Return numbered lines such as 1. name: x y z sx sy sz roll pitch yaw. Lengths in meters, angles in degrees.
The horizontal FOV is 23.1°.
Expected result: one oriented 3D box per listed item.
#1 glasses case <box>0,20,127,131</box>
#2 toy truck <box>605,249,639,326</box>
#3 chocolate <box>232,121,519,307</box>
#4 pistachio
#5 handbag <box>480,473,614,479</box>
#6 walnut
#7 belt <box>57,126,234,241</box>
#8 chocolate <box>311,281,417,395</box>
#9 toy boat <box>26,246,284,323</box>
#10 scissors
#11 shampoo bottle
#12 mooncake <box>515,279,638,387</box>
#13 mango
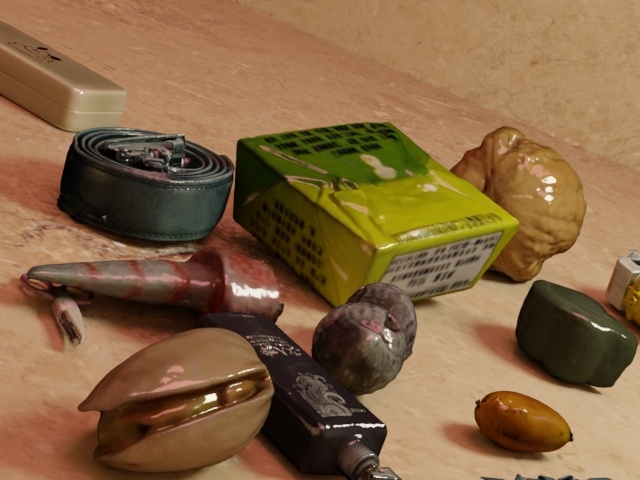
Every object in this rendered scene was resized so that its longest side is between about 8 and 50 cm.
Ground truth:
1. glasses case: -0.453 -0.262 2.435 0.313 0.070 0.131 30 19 27
2. toy truck: 0.533 0.101 2.438 0.114 0.098 0.227 6 23 -25
3. chocolate: 0.065 -0.033 2.136 0.301 0.137 0.289 -11 39 -43
4. pistachio: -0.127 0.151 1.448 0.152 0.126 0.223 -13 2 31
5. handbag: 0.278 0.287 1.623 0.221 0.057 0.144 7 18 -39
6. walnut: 0.300 -0.056 2.447 0.224 0.257 0.257 -7 5 23
7. belt: -0.221 -0.082 2.067 0.206 0.116 0.267 23 19 23
8. chocolate: 0.054 0.114 1.812 0.110 0.110 0.248 24 14 11
9. toy boat: -0.201 0.048 1.748 0.282 0.096 0.206 4 7 -27
10. scissors: -0.273 0.074 1.678 0.085 0.022 0.176 15 15 -24
11. shampoo bottle: -0.018 0.174 1.595 0.098 0.071 0.309 10 22 -42
12. mooncake: 0.347 0.127 2.122 0.168 0.104 0.175 22 14 15
13. mango: 0.230 0.211 1.788 0.127 0.063 0.077 19 11 -25
